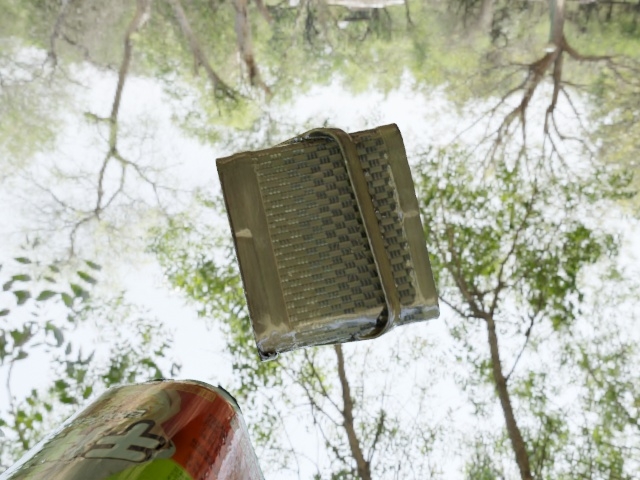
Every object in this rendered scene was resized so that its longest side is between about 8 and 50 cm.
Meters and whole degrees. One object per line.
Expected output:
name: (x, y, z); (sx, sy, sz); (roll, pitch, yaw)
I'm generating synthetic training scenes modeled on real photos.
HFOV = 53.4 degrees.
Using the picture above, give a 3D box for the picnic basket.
picnic basket: (0.000, 0.000, 0.580); (0.139, 0.165, 0.267); (-12, 180, -3)

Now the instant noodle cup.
instant noodle cup: (-0.199, 0.293, 0.586); (0.294, 0.293, 0.308); (6, -158, 13)

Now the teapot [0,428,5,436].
teapot: (-0.548, 0.255, 0.854); (0.145, 0.226, 0.092); (1, -123, 42)
